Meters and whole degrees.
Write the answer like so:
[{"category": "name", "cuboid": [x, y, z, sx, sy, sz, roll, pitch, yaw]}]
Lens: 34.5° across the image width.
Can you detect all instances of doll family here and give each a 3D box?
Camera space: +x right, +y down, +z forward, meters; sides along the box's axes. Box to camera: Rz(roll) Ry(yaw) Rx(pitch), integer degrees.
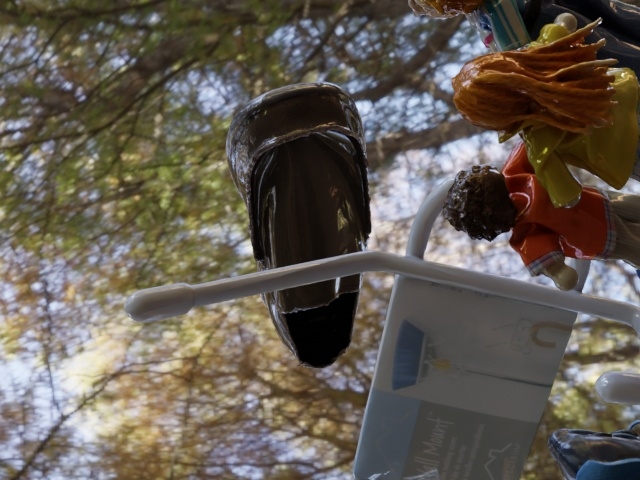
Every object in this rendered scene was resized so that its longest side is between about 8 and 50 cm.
[{"category": "doll family", "cuboid": [0.127, -0.103, 0.573, 0.163, 0.118, 0.263, 12, -130, -21]}]

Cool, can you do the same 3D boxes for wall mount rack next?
[{"category": "wall mount rack", "cuboid": [0.036, 0.119, 0.648, 0.304, 0.350, 0.130, 11, -150, 2]}]

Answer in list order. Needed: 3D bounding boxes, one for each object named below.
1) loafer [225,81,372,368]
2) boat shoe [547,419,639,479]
[{"category": "loafer", "cuboid": [0.000, 0.000, 0.995, 0.134, 0.366, 0.130, -16, -127, -6]}, {"category": "boat shoe", "cuboid": [0.340, 0.239, 1.126, 0.109, 0.089, 0.258, -53, -43, 6]}]
